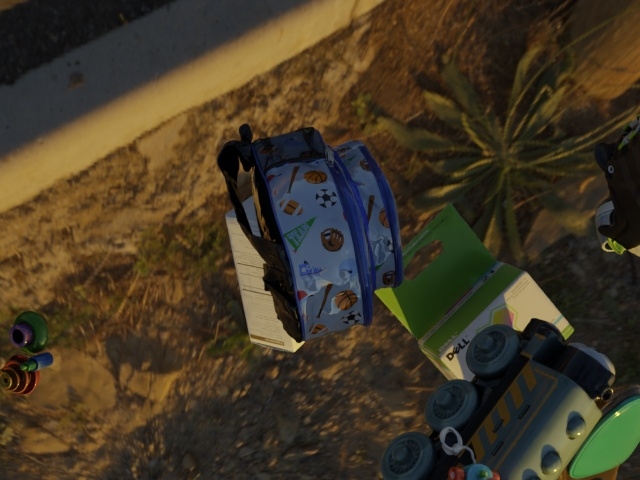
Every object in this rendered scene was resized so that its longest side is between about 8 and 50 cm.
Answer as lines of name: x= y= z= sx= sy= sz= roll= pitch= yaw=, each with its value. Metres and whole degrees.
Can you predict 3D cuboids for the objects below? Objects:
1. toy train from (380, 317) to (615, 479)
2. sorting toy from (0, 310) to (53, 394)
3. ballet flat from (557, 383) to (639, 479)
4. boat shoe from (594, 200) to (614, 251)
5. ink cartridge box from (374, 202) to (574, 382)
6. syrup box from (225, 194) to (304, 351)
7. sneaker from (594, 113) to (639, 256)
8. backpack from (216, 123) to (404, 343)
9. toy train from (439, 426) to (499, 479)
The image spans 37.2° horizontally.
toy train: x=0.218 y=0.246 z=1.157 sx=0.334 sy=0.190 sz=0.142 roll=-50 pitch=123 yaw=-11
sorting toy: x=-0.347 y=0.135 z=1.103 sx=0.061 sy=0.042 sz=0.102 roll=15 pitch=104 yaw=24
ballet flat: x=0.364 y=0.295 z=1.326 sx=0.116 sy=0.342 sz=0.124 roll=-14 pitch=40 yaw=-13
boat shoe: x=0.520 y=-0.027 z=1.397 sx=0.227 sy=0.079 sz=0.081 roll=-12 pitch=54 yaw=27
ink cartridge box: x=0.225 y=0.102 z=1.433 sx=0.189 sy=0.097 sz=0.255 roll=-44 pitch=108 yaw=-5
syrup box: x=-0.070 y=0.050 z=1.508 sx=0.096 sy=0.237 sz=0.093 roll=8 pitch=31 yaw=33
sneaker: x=0.274 y=-0.073 z=0.795 sx=0.097 sy=0.235 sz=0.084 roll=20 pitch=44 yaw=30
backpack: x=0.000 y=0.000 z=1.263 sx=0.213 sy=0.263 sz=0.277 roll=-15 pitch=122 yaw=3
toy train: x=0.132 y=0.276 z=0.986 sx=0.125 sy=0.046 sz=0.166 roll=48 pitch=56 yaw=-6
